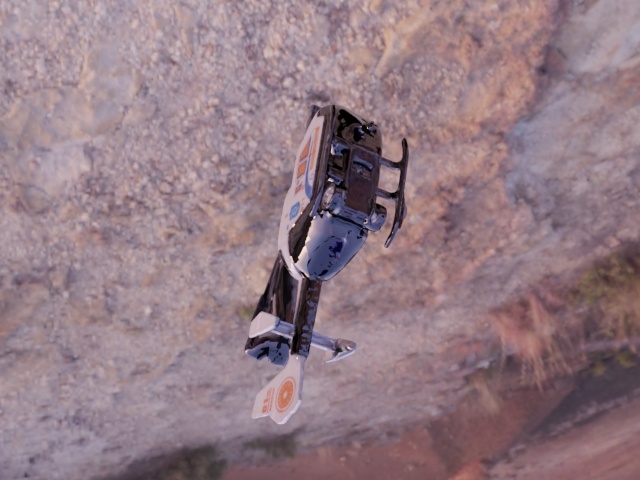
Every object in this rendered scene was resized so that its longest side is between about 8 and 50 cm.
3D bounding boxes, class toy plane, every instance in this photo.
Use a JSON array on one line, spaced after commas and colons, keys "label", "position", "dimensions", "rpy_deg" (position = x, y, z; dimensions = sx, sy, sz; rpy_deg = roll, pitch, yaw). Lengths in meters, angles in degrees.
[{"label": "toy plane", "position": [0.000, 0.000, 0.439], "dimensions": [0.053, 0.197, 0.078], "rpy_deg": [21, 155, -25]}]
